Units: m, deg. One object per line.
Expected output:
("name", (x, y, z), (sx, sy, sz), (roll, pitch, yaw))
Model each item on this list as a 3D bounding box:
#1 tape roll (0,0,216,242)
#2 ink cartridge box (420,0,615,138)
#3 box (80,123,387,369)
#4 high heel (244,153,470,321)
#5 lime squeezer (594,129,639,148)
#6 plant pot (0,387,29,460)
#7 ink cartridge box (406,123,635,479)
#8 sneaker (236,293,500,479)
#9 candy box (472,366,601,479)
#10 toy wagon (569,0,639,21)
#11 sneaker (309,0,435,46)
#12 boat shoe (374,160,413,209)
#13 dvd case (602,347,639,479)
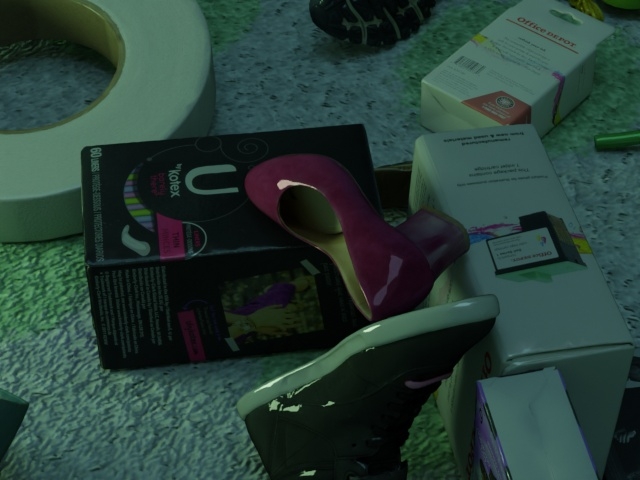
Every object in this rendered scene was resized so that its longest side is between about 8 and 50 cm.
("tape roll", (-0.303, -0.165, 1.939), (0.392, 0.072, 0.392), (-2, 51, 2))
("ink cartridge box", (0.209, -0.171, 1.965), (0.115, 0.067, 0.198), (31, 54, 28))
("box", (-0.080, 0.004, 1.736), (0.270, 0.143, 0.165), (-5, 45, -5))
("high heel", (0.000, 0.000, 1.564), (0.244, 0.082, 0.117), (25, 48, 36))
("lime squeezer", (0.431, -0.159, 1.936), (0.310, 0.059, 0.110), (-36, 72, -16))
("plant pot", (-0.405, 0.173, 1.508), (0.290, 0.290, 0.195), (18, 84, 19))
("ink cartridge box", (0.161, 0.066, 1.624), (0.117, 0.201, 0.278), (-7, 44, -11))
("sneaker", (0.057, 0.148, 1.517), (0.104, 0.296, 0.147), (-7, 71, -45))
("candy box", (0.170, 0.227, 1.462), (0.070, 0.196, 0.165), (-9, 44, -7))
("toy wagon", (0.443, -0.320, 2.112), (0.344, 0.068, 0.267), (-15, 46, -14))
("sneaker", (0.079, -0.305, 2.102), (0.122, 0.110, 0.283), (18, 42, 43))
("boat shoe", (0.099, -0.057, 1.860), (0.152, 0.056, 0.049), (1, 11, -5))
("dvd case", (0.348, 0.158, 1.650), (0.239, 0.029, 0.179), (-8, 44, -8))
